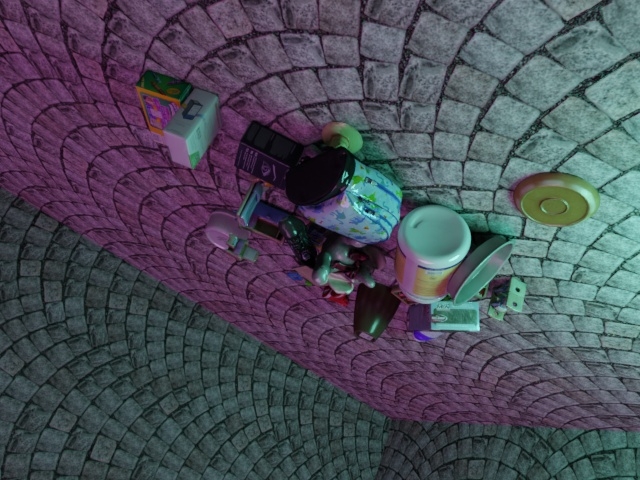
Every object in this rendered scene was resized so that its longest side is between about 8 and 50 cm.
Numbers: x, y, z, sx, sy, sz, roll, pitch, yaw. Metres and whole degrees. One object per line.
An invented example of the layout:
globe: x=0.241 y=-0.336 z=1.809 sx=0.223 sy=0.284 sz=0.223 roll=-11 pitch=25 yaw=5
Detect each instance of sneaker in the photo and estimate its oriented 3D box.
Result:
sneaker: x=0.109 y=0.264 z=2.499 sx=0.128 sy=0.087 sz=0.221 roll=25 pitch=164 yaw=-21
sneaker: x=-0.074 y=0.010 z=2.007 sx=0.101 sy=0.106 sz=0.267 roll=-31 pitch=128 yaw=5

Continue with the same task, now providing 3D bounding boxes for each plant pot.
plant pot: x=0.689 y=-0.109 z=1.500 sx=0.236 sy=0.032 sz=0.236 roll=18 pitch=150 yaw=11
plant pot: x=0.242 y=0.345 z=2.364 sx=0.215 sy=0.231 sz=0.215 roll=17 pitch=150 yaw=10

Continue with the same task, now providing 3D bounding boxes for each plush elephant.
plush elephant: x=0.123 y=0.091 z=1.995 sx=0.255 sy=0.272 sz=0.330 roll=43 pitch=-175 yaw=-16

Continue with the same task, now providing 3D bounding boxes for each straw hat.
straw hat: x=0.058 y=-0.301 z=1.609 sx=0.144 sy=0.061 sz=0.144 roll=18 pitch=150 yaw=11

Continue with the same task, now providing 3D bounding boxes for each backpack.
backpack: x=0.105 y=-0.133 z=1.662 sx=0.355 sy=0.274 sz=0.290 roll=8 pitch=164 yaw=-44

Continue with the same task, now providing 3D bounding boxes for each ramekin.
ramekin: x=-0.430 y=-0.040 z=2.339 sx=0.207 sy=0.109 sz=0.207 roll=17 pitch=150 yaw=10

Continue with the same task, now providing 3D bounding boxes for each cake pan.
cake pan: x=0.540 y=0.100 z=1.734 sx=0.054 sy=0.293 sz=0.293 roll=45 pitch=161 yaw=28

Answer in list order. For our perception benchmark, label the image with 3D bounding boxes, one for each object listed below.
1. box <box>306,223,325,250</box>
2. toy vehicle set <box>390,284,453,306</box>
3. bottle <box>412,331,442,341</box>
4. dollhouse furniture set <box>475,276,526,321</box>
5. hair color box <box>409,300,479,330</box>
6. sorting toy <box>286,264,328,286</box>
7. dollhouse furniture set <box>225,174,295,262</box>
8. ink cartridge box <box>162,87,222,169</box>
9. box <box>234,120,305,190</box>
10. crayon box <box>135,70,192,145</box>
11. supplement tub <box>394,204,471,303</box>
box: x=0.000 y=0.000 z=2.146 sx=0.168 sy=0.059 sz=0.054 roll=32 pitch=148 yaw=-15
toy vehicle set: x=0.457 y=0.236 z=2.227 sx=0.166 sy=0.035 sz=0.266 roll=37 pitch=148 yaw=-22
bottle: x=0.518 y=0.410 z=2.412 sx=0.118 sy=0.092 sz=0.283 roll=24 pitch=151 yaw=0
dollhouse furniture set: x=0.655 y=0.201 z=1.933 sx=0.183 sy=0.129 sz=0.129 roll=26 pitch=151 yaw=-5
hair color box: x=0.486 y=0.312 z=2.053 sx=0.185 sy=0.114 sz=0.374 roll=2 pitch=168 yaw=-2
sorting toy: x=-0.010 y=0.155 z=2.425 sx=0.196 sy=0.047 sz=0.347 roll=36 pitch=149 yaw=-29
dollhouse furniture set: x=-0.225 y=-0.073 z=1.956 sx=0.198 sy=0.287 sz=0.303 roll=23 pitch=162 yaw=1
ink cartridge box: x=-0.417 y=-0.370 z=1.684 sx=0.093 sy=0.213 sz=0.154 roll=23 pitch=152 yaw=9
box: x=-0.176 y=-0.288 z=1.751 sx=0.207 sy=0.108 sz=0.153 roll=26 pitch=150 yaw=-6
crayon box: x=-0.522 y=-0.440 z=1.777 sx=0.165 sy=0.081 sz=0.278 roll=19 pitch=150 yaw=7
supplement tub: x=0.381 y=0.060 z=1.784 sx=0.240 sy=0.241 sz=0.331 roll=16 pitch=150 yaw=14
